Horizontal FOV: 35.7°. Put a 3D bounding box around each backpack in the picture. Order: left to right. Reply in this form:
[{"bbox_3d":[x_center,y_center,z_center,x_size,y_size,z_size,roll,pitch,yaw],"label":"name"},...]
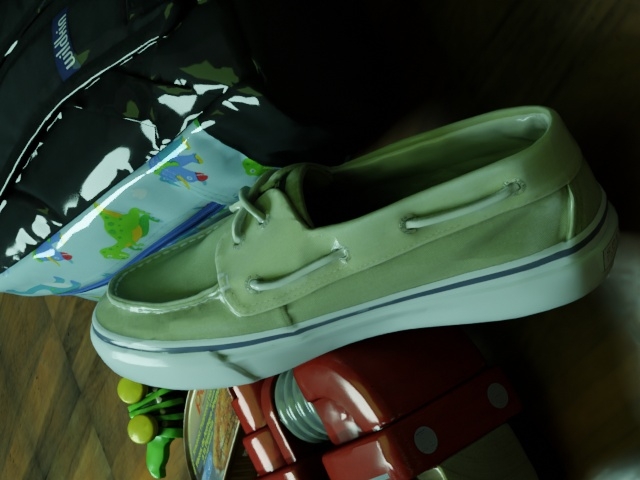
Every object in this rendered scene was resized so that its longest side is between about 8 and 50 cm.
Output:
[{"bbox_3d":[-0.128,-0.092,0.687,0.355,0.273,0.290,-32,63,26],"label":"backpack"}]

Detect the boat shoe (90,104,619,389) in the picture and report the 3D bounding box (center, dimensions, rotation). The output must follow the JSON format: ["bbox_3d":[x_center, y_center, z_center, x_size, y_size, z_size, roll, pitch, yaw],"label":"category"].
[{"bbox_3d":[0.000,0.000,0.533,0.302,0.109,0.094,-15,121,19],"label":"boat shoe"}]

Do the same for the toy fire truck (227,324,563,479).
[{"bbox_3d":[0.015,0.083,0.628,0.217,0.158,0.246,-38,77,53],"label":"toy fire truck"}]

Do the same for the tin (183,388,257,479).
[{"bbox_3d":[-0.073,0.127,0.820,0.106,0.040,0.189,50,132,47],"label":"tin"}]

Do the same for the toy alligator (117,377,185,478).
[{"bbox_3d":[-0.165,0.135,0.971,0.051,0.056,0.189,-20,77,13],"label":"toy alligator"}]
